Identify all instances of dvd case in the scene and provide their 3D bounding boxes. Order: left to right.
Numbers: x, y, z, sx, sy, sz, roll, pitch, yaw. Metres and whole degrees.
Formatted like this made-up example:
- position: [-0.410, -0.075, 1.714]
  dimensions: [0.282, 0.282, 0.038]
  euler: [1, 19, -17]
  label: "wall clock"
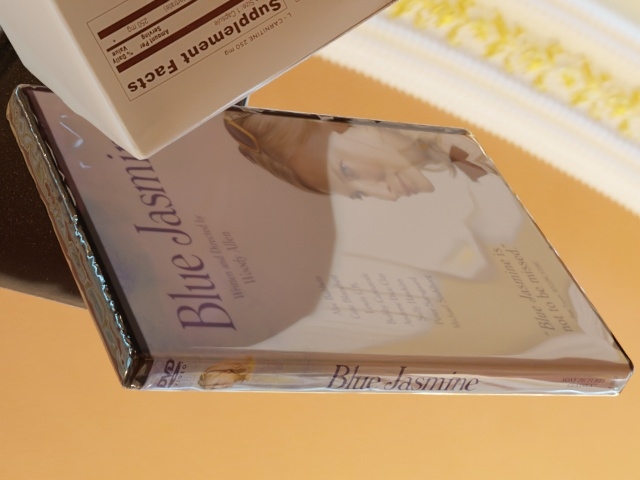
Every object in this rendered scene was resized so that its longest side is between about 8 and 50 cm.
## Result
- position: [0.000, 0.000, 0.856]
  dimensions: [0.253, 0.022, 0.180]
  euler: [3, -141, -32]
  label: "dvd case"

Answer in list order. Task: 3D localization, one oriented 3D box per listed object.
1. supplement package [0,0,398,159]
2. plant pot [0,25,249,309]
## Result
- position: [-0.078, -0.170, 0.720]
  dimensions: [0.149, 0.194, 0.203]
  euler: [-32, -66, -10]
  label: "supplement package"
- position: [-0.142, -0.091, 1.028]
  dimensions: [0.188, 0.187, 0.167]
  euler: [16, -60, -34]
  label: "plant pot"
